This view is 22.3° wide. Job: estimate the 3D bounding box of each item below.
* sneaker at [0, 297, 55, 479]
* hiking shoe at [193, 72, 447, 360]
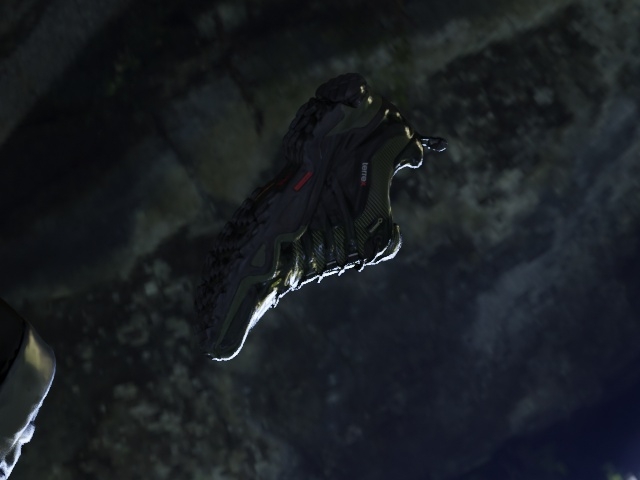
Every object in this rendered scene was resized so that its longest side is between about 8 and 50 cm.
[{"bbox_3d":[-0.145,0.077,0.500,0.146,0.293,0.102,-26,-39,-7],"label":"sneaker"},{"bbox_3d":[0.000,0.000,1.149,0.114,0.086,0.227,32,-87,-18],"label":"hiking shoe"}]
